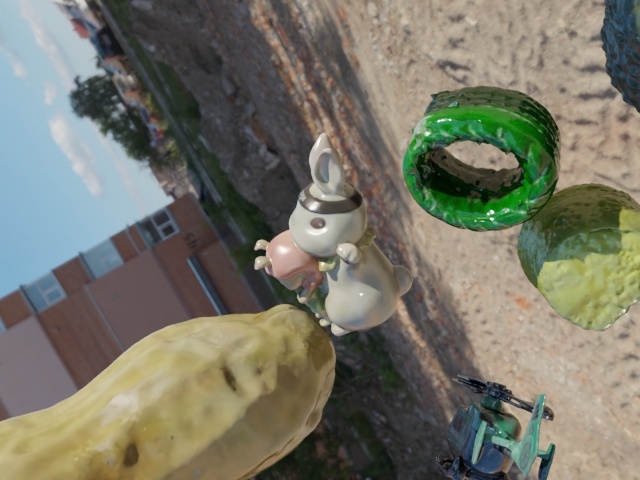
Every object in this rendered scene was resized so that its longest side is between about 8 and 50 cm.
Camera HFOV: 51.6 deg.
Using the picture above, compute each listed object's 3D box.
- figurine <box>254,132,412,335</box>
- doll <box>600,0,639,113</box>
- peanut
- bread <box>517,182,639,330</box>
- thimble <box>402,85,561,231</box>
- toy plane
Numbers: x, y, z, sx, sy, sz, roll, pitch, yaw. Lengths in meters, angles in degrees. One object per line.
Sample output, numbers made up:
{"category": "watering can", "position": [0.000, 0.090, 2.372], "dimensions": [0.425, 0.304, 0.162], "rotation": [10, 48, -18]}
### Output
{"category": "figurine", "position": [0.001, 0.006, 0.495], "dimensions": [0.146, 0.098, 0.081], "rotation": [58, 171, -32]}
{"category": "doll", "position": [0.368, -0.262, 0.570], "dimensions": [0.247, 0.247, 0.349], "rotation": [54, 178, 36]}
{"category": "peanut", "position": [-0.113, 0.135, 0.419], "dimensions": [0.130, 0.290, 0.130], "rotation": [47, 156, 28]}
{"category": "bread", "position": [0.255, 0.011, 0.633], "dimensions": [0.111, 0.129, 0.114], "rotation": [33, -160, -7]}
{"category": "thimble", "position": [0.139, -0.073, 0.579], "dimensions": [0.130, 0.090, 0.118], "rotation": [33, 134, -2]}
{"category": "toy plane", "position": [0.241, 0.274, 0.933], "dimensions": [0.106, 0.155, 0.382], "rotation": [16, 173, 4]}
